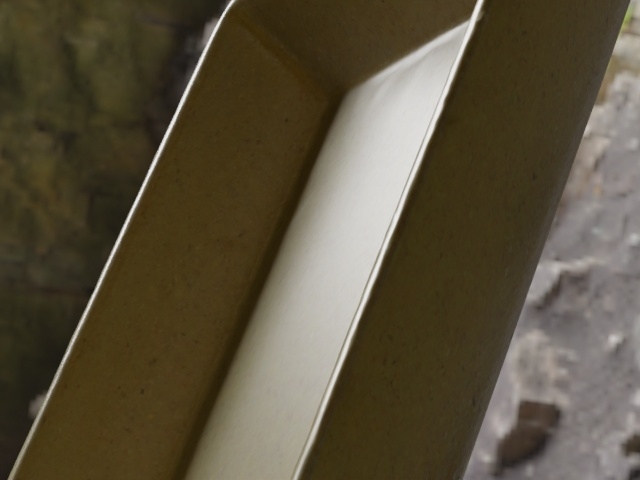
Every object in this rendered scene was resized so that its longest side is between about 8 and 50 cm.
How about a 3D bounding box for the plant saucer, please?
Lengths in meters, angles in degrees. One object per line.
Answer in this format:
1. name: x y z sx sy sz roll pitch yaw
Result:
1. plant saucer: 0.000 0.000 0.721 0.333 0.081 0.333 -24 40 61
